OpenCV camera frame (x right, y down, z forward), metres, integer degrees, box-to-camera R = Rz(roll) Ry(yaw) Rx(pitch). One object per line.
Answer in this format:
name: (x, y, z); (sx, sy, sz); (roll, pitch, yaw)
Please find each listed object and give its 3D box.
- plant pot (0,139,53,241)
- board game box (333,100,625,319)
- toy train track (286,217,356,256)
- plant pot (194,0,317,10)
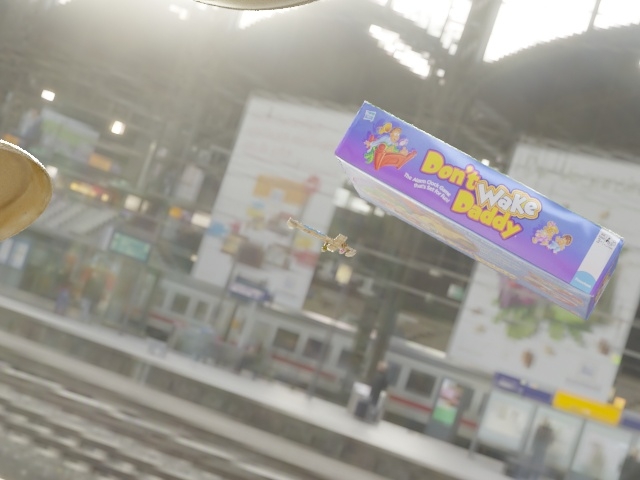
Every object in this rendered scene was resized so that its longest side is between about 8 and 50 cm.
plant pot: (-0.410, -0.050, 1.391); (0.236, 0.032, 0.236); (-15, -24, -7)
board game box: (0.199, -0.031, 1.600); (0.347, 0.078, 0.233); (30, -4, 13)
toy train track: (0.000, 0.000, 1.430); (0.083, 0.014, 0.048); (27, -27, -9)
plant pot: (-0.119, -0.428, 1.764); (0.191, 0.284, 0.284); (-24, -20, 16)
